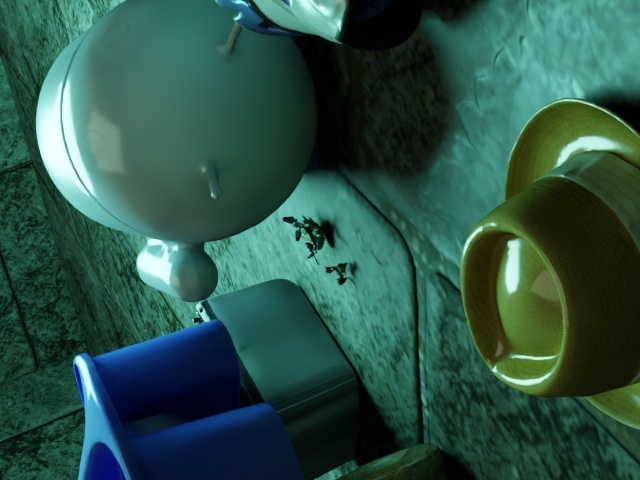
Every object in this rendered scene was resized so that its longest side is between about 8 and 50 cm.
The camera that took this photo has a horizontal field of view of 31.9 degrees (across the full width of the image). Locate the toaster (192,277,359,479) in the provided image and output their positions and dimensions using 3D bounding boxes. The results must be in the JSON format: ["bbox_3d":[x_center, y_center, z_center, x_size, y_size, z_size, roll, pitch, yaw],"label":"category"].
[{"bbox_3d":[-0.043,0.153,1.124,0.186,0.110,0.168,55,158,36],"label":"toaster"}]

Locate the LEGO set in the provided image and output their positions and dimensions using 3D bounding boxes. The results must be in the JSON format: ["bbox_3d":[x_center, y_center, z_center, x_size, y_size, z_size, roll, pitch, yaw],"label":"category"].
[{"bbox_3d":[0.001,0.002,0.989,0.083,0.023,0.054,51,160,10],"label":"LEGO set"}]

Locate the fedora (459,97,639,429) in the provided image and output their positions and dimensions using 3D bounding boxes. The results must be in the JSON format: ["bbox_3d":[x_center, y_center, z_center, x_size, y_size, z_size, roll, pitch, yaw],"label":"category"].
[{"bbox_3d":[0.125,0.026,0.572,0.194,0.079,0.194,55,158,36],"label":"fedora"}]

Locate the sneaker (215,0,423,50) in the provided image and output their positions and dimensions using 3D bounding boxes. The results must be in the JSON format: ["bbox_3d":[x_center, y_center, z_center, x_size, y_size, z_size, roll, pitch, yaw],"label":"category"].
[{"bbox_3d":[-0.019,-0.211,0.599,0.182,0.127,0.315,32,169,42],"label":"sneaker"}]

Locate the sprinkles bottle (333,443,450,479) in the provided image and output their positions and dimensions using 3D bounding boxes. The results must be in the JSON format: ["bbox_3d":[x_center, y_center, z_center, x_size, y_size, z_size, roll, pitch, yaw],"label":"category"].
[{"bbox_3d":[0.110,0.348,0.898,0.355,0.121,0.121,67,161,6],"label":"sprinkles bottle"}]

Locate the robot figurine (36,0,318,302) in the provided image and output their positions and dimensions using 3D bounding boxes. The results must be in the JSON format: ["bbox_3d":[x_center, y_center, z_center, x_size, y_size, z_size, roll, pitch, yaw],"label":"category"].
[{"bbox_3d":[-0.125,-0.102,0.935,0.353,0.199,0.300,-170,75,-69],"label":"robot figurine"}]

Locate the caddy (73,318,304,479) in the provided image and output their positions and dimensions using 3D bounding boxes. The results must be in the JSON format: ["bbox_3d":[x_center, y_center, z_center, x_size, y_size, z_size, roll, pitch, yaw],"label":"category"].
[{"bbox_3d":[-0.126,0.235,0.978,0.241,0.179,0.341,51,155,45],"label":"caddy"}]
